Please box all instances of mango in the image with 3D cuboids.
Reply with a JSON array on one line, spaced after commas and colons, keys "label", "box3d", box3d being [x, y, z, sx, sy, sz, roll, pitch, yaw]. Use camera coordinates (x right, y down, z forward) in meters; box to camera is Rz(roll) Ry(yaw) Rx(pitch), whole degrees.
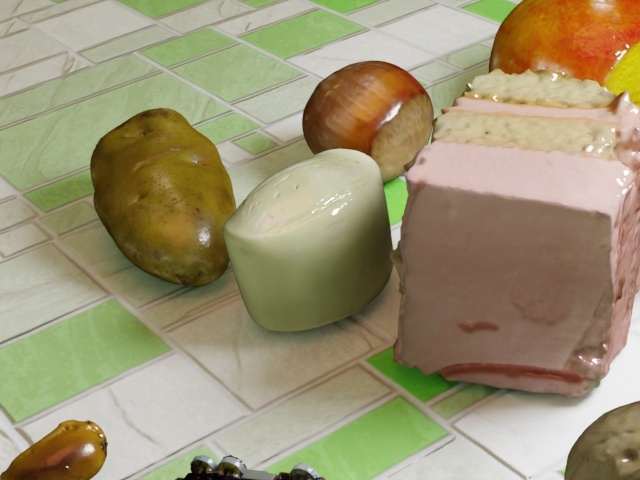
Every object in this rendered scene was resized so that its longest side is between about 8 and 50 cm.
[{"label": "mango", "box3d": [-0.303, 0.257, 1.451, 0.127, 0.063, 0.077, -26, 41, -20]}]

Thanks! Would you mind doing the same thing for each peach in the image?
[{"label": "peach", "box3d": [0.428, -0.304, 2.066, 0.306, 0.242, 0.380, -8, 31, -10]}]

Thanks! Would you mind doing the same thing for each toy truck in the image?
[{"label": "toy truck", "box3d": [-0.082, 0.288, 1.332, 0.192, 0.092, 0.083, 0, 30, 27]}]

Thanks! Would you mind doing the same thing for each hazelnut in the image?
[{"label": "hazelnut", "box3d": [0.075, -0.190, 1.992, 0.214, 0.176, 0.214, 8, 50, -9]}]

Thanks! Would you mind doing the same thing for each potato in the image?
[{"label": "potato", "box3d": [-0.231, -0.059, 1.887, 0.195, 0.176, 0.369, 24, 25, -33]}]

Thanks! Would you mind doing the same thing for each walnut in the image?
[{"label": "walnut", "box3d": [0.328, 0.235, 1.282, 0.162, 0.140, 0.140, -24, 32, 2]}]

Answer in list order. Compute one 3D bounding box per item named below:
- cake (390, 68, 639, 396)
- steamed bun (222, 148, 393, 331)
[{"label": "cake", "box3d": [0.260, -0.014, 1.555, 0.293, 0.314, 0.307, 9, 33, 21]}, {"label": "steamed bun", "box3d": [0.000, 0.000, 1.681, 0.155, 0.200, 0.250, 20, 43, 36]}]
